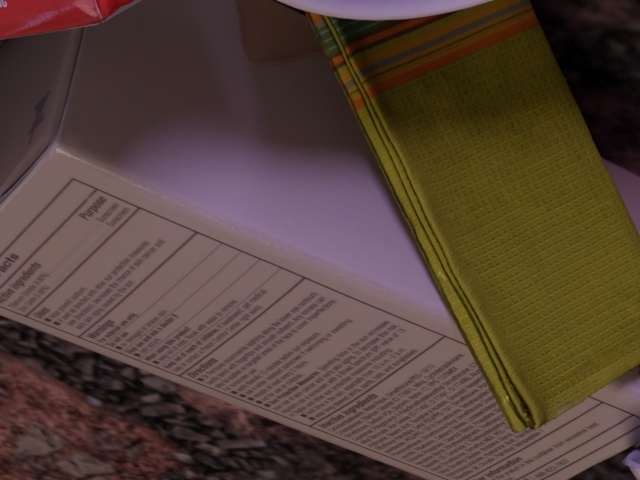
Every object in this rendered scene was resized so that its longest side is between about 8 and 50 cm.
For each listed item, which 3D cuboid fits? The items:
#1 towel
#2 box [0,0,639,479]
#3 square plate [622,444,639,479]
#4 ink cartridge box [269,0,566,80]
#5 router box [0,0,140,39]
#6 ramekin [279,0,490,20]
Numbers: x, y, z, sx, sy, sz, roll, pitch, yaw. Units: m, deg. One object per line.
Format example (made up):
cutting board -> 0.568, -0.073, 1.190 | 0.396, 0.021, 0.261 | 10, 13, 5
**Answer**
towel -> 0.069, -0.046, 0.824 | 0.021, 0.102, 0.237 | -19, 98, 62
box -> 0.000, 0.000, 0.885 | 0.311, 0.121, 0.148 | 24, 145, -23
square plate -> 0.320, 0.169, 0.963 | 0.347, 0.049, 0.344 | 19, -177, 14
ink cartridge box -> -0.002, -0.112, 0.885 | 0.209, 0.062, 0.109 | 24, 143, -22
router box -> -0.238, -0.208, 0.700 | 0.335, 0.082, 0.301 | -6, 108, 25
ramekin -> 0.038, -0.184, 0.681 | 0.207, 0.109, 0.207 | -16, 148, -10
